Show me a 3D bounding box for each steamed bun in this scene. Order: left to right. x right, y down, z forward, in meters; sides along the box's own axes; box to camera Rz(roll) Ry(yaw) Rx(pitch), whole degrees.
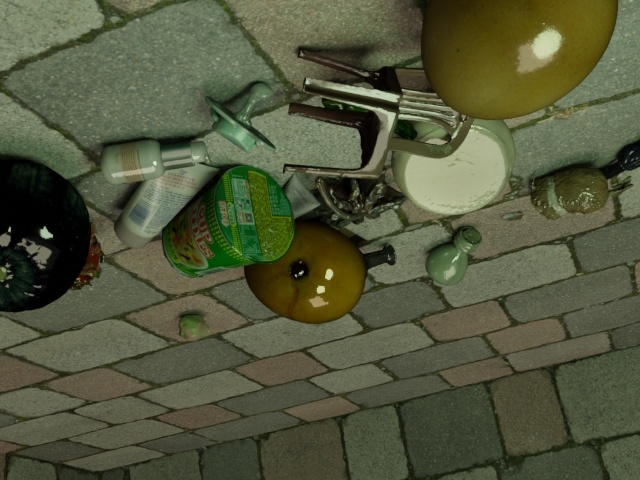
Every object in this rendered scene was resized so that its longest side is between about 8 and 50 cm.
[{"bbox_3d":[0.246,-0.168,1.618,0.232,0.145,0.232,-1,129,-1],"label":"steamed bun"}]

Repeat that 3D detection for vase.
[{"bbox_3d":[0.101,0.054,2.106,0.183,0.120,0.120,-17,160,-24],"label":"vase"}]

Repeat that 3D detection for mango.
[{"bbox_3d":[-0.042,0.071,1.926,0.264,0.221,0.378,17,172,-9],"label":"mango"}]

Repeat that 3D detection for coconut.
[{"bbox_3d":[-0.356,0.242,2.386,0.081,0.083,0.082,-24,131,7],"label":"coconut"}]

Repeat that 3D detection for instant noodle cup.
[{"bbox_3d":[-0.199,-0.018,1.761,0.207,0.207,0.233,14,153,-41],"label":"instant noodle cup"}]

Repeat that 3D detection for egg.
[{"bbox_3d":[0.272,-0.302,1.221,0.250,0.250,0.322,1,153,-21],"label":"egg"}]

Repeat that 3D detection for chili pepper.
[{"bbox_3d":[0.084,-0.221,1.524,0.182,0.050,0.073,21,179,-10],"label":"chili pepper"}]

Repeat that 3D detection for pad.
[{"bbox_3d":[0.000,0.000,2.076,0.158,0.003,0.235,-22,152,26],"label":"pad"}]

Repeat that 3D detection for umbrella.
[{"bbox_3d":[0.688,-0.190,1.849,0.071,0.071,0.248,4,160,-25],"label":"umbrella"}]

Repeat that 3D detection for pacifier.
[{"bbox_3d":[-0.125,-0.219,1.475,0.150,0.127,0.116,34,97,-20],"label":"pacifier"}]

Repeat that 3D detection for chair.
[{"bbox_3d":[0.113,-0.193,1.386,0.326,0.183,0.175,8,126,-8],"label":"chair"}]

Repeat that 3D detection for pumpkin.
[{"bbox_3d":[-0.571,-0.014,1.587,0.315,0.238,0.315,-4,137,-4],"label":"pumpkin"}]

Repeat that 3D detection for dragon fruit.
[{"bbox_3d":[-0.526,0.007,1.781,0.137,0.135,0.236,-8,134,-4],"label":"dragon fruit"}]

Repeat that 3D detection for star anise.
[{"bbox_3d":[0.067,-0.084,1.816,0.231,0.089,0.209,-3,151,-32],"label":"star anise"}]

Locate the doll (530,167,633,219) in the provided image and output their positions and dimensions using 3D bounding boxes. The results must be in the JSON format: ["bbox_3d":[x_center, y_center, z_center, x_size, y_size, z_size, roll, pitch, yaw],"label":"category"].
[{"bbox_3d":[0.571,-0.104,1.891,0.221,0.105,0.115,-2,136,27],"label":"doll"}]

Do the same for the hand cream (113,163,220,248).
[{"bbox_3d":[-0.323,-0.085,1.712,0.133,0.083,0.248,14,136,-41],"label":"hand cream"}]

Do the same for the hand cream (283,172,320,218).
[{"bbox_3d":[-0.056,-0.081,1.813,0.053,0.084,0.142,-38,179,-38],"label":"hand cream"}]

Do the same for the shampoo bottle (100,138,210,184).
[{"bbox_3d":[-0.300,-0.150,1.566,0.192,0.074,0.074,-11,155,-1],"label":"shampoo bottle"}]

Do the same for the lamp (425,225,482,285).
[{"bbox_3d":[0.340,0.040,2.177,0.106,0.106,0.193,3,143,-25],"label":"lamp"}]
